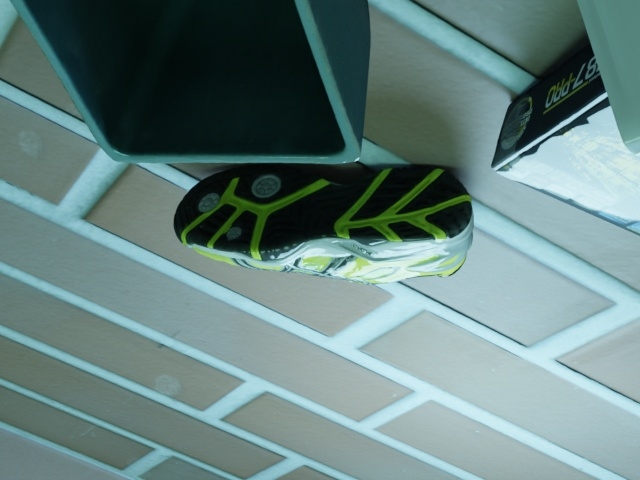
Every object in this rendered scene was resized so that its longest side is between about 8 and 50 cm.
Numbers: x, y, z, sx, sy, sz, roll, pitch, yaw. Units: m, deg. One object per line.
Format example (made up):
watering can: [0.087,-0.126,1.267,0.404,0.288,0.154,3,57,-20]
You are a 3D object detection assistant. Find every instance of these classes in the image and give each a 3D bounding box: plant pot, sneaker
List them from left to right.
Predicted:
plant pot: [-0.083,-0.240,0.987,0.247,0.252,0.248,2,146,19]
sneaker: [0.000,0.000,1.420,0.385,0.145,0.147,4,146,18]

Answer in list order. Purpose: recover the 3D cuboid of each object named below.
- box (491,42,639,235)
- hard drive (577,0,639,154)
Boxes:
box: [0.417,-0.080,1.136,0.395,0.097,0.318,23,161,-13]
hard drive: [0.351,-0.210,0.856,0.307,0.203,0.040,-20,157,21]
